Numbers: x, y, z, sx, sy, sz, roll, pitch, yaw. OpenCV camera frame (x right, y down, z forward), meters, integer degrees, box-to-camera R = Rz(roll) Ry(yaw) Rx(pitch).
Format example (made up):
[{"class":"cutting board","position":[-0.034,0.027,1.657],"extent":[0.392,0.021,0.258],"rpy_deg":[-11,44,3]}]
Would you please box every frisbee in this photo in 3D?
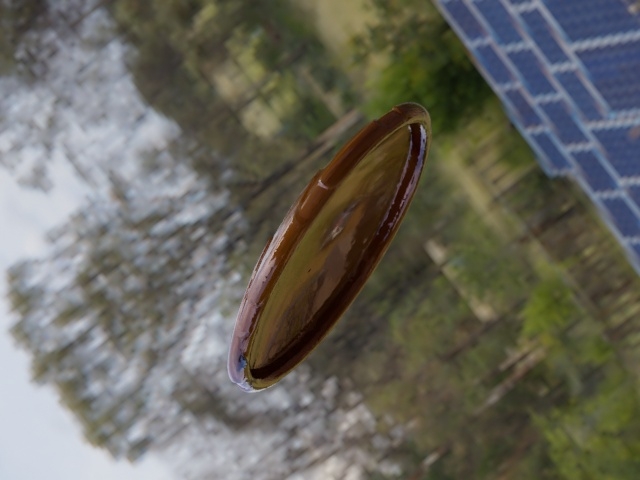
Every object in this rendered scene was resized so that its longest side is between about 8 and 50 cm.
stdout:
[{"class":"frisbee","position":[0.000,0.000,0.903],"extent":[0.035,0.192,0.192],"rpy_deg":[34,176,16]}]
